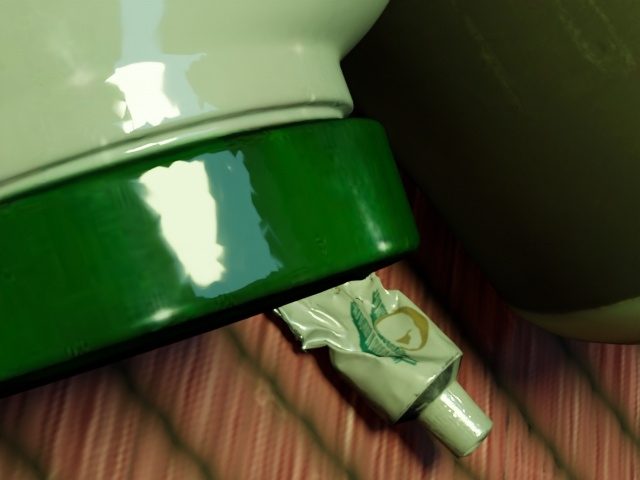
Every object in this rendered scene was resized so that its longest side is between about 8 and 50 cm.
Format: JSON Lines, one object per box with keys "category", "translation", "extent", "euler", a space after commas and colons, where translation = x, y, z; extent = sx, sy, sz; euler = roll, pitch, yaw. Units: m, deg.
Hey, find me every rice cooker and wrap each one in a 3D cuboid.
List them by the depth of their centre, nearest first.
{"category": "rice cooker", "translation": [0.153, -0.154, 0.697], "extent": [0.325, 0.335, 0.335], "euler": [51, 46, -11]}

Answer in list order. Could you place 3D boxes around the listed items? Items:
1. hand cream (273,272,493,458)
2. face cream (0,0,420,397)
{"category": "hand cream", "translation": [-0.002, 0.002, 0.676], "extent": [0.257, 0.050, 0.084], "euler": [51, 44, -3]}
{"category": "face cream", "translation": [-0.115, -0.131, 0.488], "extent": [0.312, 0.219, 0.357], "euler": [-17, 87, -17]}
